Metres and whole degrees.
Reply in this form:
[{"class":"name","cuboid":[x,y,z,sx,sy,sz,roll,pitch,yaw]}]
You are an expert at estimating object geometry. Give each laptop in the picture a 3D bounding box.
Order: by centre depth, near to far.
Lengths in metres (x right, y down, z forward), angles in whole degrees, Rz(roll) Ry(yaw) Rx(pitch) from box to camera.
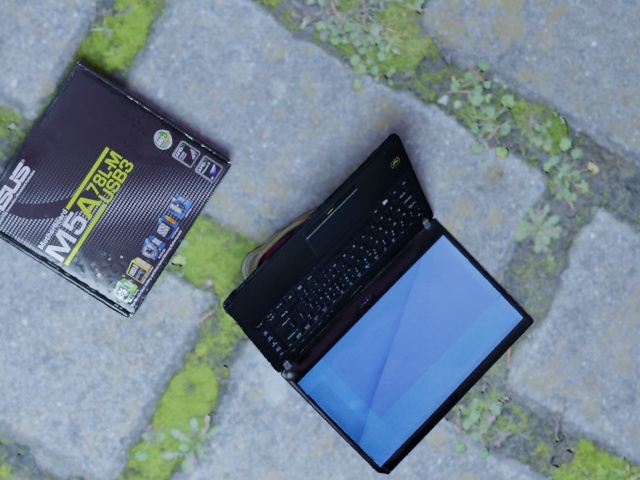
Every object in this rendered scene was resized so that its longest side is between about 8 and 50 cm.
[{"class":"laptop","cuboid":[0.066,0.071,1.309,0.234,0.264,0.136,-45,59,-9]}]

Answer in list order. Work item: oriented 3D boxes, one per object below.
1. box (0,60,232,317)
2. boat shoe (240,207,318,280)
[{"class":"box","cuboid":[-0.215,-0.049,1.313,0.184,0.045,0.190,34,82,-9]},{"class":"boat shoe","cuboid":[0.000,0.000,1.340,0.170,0.059,0.063,-33,93,-9]}]
